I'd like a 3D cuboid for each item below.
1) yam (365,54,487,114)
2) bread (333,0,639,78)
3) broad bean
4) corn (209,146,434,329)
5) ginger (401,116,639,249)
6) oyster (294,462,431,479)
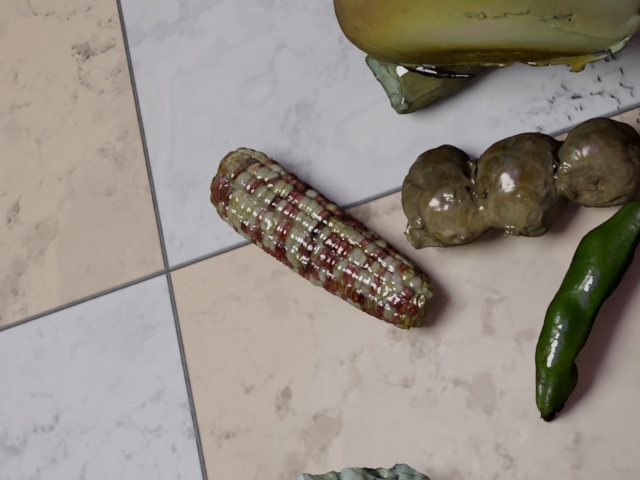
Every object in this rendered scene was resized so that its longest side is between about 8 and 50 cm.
[{"bbox_3d":[0.206,-0.226,1.003,0.372,0.083,0.083,-31,67,13],"label":"yam"},{"bbox_3d":[0.120,-0.214,0.908,0.261,0.156,0.158,4,87,20],"label":"bread"},{"bbox_3d":[0.207,0.050,0.940,0.046,0.061,0.195,21,87,24],"label":"broad bean"},{"bbox_3d":[0.000,0.000,1.039,0.237,0.079,0.079,34,92,22],"label":"corn"},{"bbox_3d":[0.165,-0.050,0.973,0.204,0.080,0.104,-9,48,22],"label":"ginger"},{"bbox_3d":[0.129,0.276,0.883,0.351,0.158,0.162,32,57,14],"label":"oyster"}]
